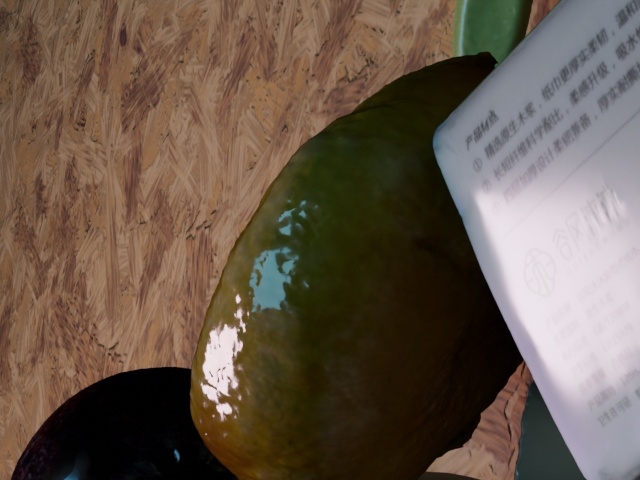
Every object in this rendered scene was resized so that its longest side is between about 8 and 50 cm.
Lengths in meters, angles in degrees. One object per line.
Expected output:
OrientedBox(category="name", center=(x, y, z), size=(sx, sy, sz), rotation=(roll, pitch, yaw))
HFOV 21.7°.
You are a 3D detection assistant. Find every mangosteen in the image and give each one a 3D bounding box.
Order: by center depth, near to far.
OrientedBox(category="mangosteen", center=(-0.156, 0.267, 1.569), size=(0.300, 0.300, 0.300), rotation=(-30, 56, 58))

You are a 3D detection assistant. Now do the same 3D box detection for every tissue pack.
OrientedBox(category="tissue pack", center=(0.251, -0.049, 0.888), size=(0.356, 0.193, 0.266), rotation=(-46, 61, 50))

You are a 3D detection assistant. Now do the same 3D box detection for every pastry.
OrientedBox(category="pastry", center=(0.058, 0.033, 1.161), size=(0.164, 0.356, 0.356), rotation=(38, 123, 20))

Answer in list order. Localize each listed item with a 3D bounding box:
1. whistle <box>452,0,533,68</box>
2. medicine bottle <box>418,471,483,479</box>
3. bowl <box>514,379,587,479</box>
OrientedBox(category="whistle", center=(0.149, -0.261, 1.305), size=(0.106, 0.131, 0.289), rotation=(-51, -30, -82))
OrientedBox(category="medicine bottle", center=(0.093, 0.269, 1.234), size=(0.135, 0.135, 0.169), rotation=(31, 110, 63))
OrientedBox(category="bowl", center=(0.184, 0.192, 1.043), size=(0.211, 0.112, 0.211), rotation=(4, -90, -74))
